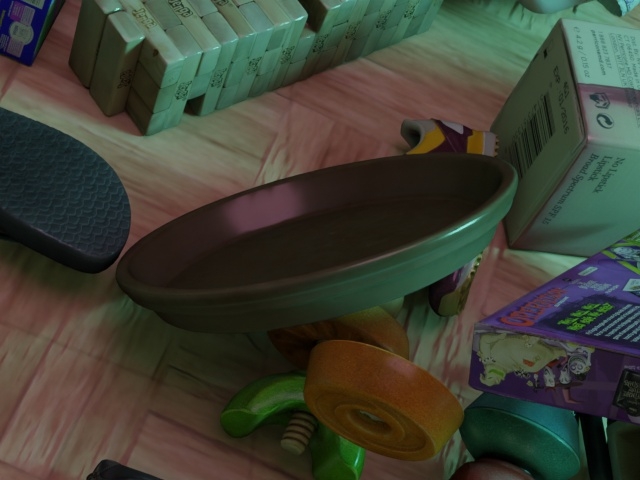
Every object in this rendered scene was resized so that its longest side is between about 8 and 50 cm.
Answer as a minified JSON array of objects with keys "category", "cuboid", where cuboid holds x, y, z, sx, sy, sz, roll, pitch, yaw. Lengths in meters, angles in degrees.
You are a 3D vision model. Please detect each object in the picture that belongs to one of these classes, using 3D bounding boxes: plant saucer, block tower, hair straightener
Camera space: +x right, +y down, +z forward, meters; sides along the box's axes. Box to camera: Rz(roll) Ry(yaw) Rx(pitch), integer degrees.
[{"category":"plant saucer","cuboid":[0.000,0.000,1.054,0.277,0.278,0.041,-26,108,-34]},{"category":"block tower","cuboid":[-0.032,-0.186,1.250,0.335,0.097,0.091,-25,68,-31]},{"category":"hair straightener","cuboid":[0.184,0.124,1.147,0.089,0.047,0.230,15,56,-11]}]

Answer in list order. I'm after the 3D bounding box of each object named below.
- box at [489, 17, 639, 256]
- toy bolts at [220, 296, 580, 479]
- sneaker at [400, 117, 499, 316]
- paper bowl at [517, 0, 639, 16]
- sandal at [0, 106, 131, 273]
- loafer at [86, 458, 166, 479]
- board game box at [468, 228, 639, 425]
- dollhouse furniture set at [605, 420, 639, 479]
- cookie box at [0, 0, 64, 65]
[{"category":"box","cuboid":[0.273,-0.070,1.248,0.232,0.149,0.127,6,54,-17]},{"category":"toy bolts","cuboid":[0.083,0.090,1.025,0.228,0.218,0.158,31,64,-7]},{"category":"sneaker","cuboid":[0.084,-0.019,1.196,0.083,0.070,0.185,14,45,-1]},{"category":"paper bowl","cuboid":[0.179,-0.308,1.333,0.148,0.284,0.284,-40,71,7]},{"category":"sandal","cuboid":[-0.239,-0.053,1.104,0.254,0.054,0.097,31,43,15]},{"category":"loafer","cuboid":[-0.070,0.179,0.991,0.170,0.062,0.061,16,47,-12]},{"category":"board game box","cuboid":[0.257,0.055,1.020,0.208,0.056,0.347,15,17,25]},{"category":"dollhouse furniture set","cuboid":[0.350,0.202,0.934,0.173,0.355,0.303,3,67,-20]},{"category":"cookie box","cuboid":[-0.210,-0.203,1.191,0.040,0.092,0.107,24,51,-7]}]
